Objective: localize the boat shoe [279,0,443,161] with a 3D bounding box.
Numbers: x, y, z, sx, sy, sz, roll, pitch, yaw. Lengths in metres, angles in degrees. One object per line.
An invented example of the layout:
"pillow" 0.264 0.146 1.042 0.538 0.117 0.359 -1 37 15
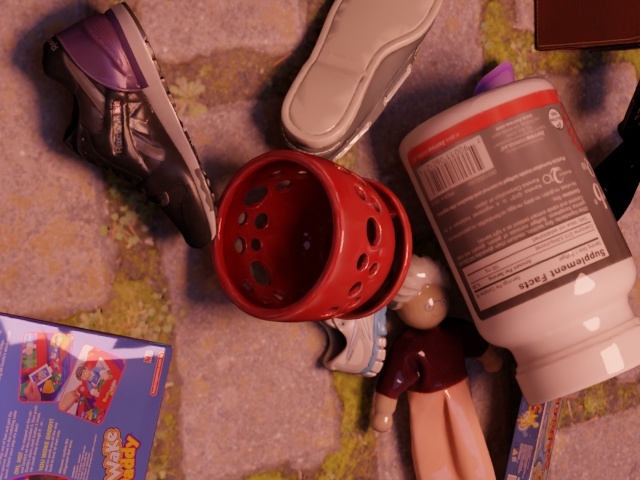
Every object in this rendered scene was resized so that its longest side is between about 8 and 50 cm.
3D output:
"boat shoe" 0.052 -0.218 1.669 0.319 0.116 0.099 -57 163 -26

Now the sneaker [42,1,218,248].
"sneaker" -0.211 -0.107 1.493 0.124 0.107 0.283 -26 108 -10

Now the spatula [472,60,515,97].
"spatula" 0.275 -0.096 1.848 0.084 0.030 0.296 -37 113 -26

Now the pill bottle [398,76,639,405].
"pill bottle" 0.257 0.003 1.672 0.210 0.210 0.363 -20 84 -32

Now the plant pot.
"plant pot" 0.000 0.000 1.561 0.174 0.191 0.191 7 89 -50

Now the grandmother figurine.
"grandmother figurine" 0.153 0.177 1.743 0.208 0.104 0.342 -27 110 -39

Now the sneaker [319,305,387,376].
"sneaker" 0.039 0.073 1.677 0.083 0.071 0.191 3 91 -29

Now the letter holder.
"letter holder" 0.408 -0.407 1.807 0.152 0.214 0.302 -5 96 -34

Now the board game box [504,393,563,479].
"board game box" 0.292 0.239 1.835 0.136 0.035 0.201 25 76 -70

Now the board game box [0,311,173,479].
"board game box" -0.307 0.257 1.444 0.233 0.078 0.347 15 84 -34

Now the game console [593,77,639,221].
"game console" 0.415 -0.149 1.800 0.213 0.044 0.361 -38 150 -50
